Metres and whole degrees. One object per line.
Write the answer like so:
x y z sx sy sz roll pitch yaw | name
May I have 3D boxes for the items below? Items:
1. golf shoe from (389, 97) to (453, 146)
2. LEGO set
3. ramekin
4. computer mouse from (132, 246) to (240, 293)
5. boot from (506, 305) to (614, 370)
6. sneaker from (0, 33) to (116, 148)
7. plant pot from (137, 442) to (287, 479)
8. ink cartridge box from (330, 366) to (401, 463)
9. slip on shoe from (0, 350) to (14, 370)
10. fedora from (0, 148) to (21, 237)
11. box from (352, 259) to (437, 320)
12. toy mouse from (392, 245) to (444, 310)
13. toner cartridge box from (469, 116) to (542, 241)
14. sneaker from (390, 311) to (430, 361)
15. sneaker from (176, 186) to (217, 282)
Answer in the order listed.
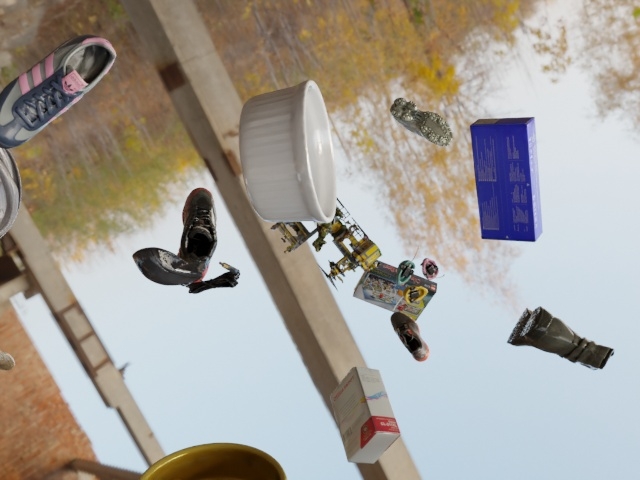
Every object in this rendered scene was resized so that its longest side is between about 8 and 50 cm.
0.254 -0.292 1.828 0.069 0.176 0.086 -53 174 -5 | golf shoe
0.000 0.000 2.053 0.192 0.331 0.255 -39 -171 -10 | LEGO set
-0.061 -0.164 1.423 0.135 0.277 0.277 -7 -163 12 | ramekin
-0.312 0.081 1.742 0.184 0.262 0.060 -13 -119 25 | computer mouse
0.457 0.202 1.400 0.083 0.161 0.246 -59 173 -5 | boot
-0.555 -0.315 1.510 0.131 0.112 0.319 16 -117 48 | sneaker
-0.177 0.509 1.224 0.254 0.239 0.254 -1 -161 0 | plant pot
0.099 0.392 1.646 0.127 0.072 0.175 -57 -146 35 | ink cartridge box
-0.822 0.297 1.842 0.051 0.135 0.041 -24 -132 -6 | slip on shoe
-0.765 -0.109 1.625 0.124 0.275 0.244 11 -175 41 | fedora
0.242 0.161 2.377 0.044 0.233 0.159 -75 -172 -48 | box
0.224 0.073 1.716 0.161 0.143 0.031 -18 -153 -23 | toy mouse
0.528 -0.171 2.063 0.165 0.347 0.075 5 -154 34 | toner cartridge box
0.221 0.233 1.842 0.061 0.065 0.158 -42 -130 7 | sneaker
-0.317 -0.031 1.922 0.098 0.276 0.135 12 151 -16 | sneaker
